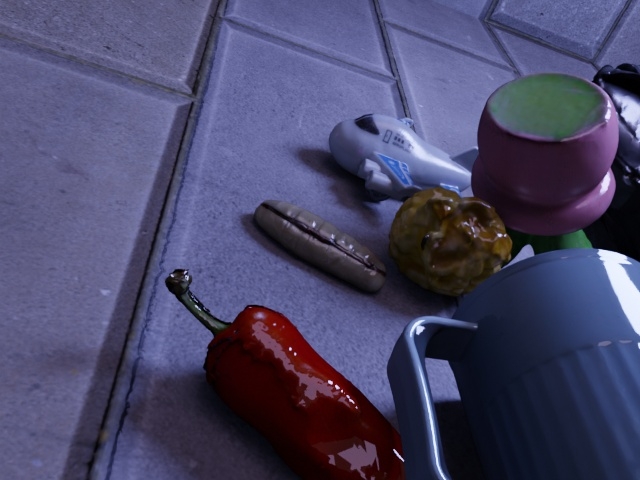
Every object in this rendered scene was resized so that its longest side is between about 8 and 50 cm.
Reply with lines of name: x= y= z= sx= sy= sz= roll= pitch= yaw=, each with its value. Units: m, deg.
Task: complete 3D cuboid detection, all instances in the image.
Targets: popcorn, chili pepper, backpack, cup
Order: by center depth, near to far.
cup: x=0.260 y=0.185 z=0.717 sx=0.331 sy=0.257 sz=0.311 roll=38 pitch=27 yaw=-29
chili pepper: x=-0.012 y=0.168 z=0.734 sx=0.387 sy=0.110 sz=0.110 roll=40 pitch=35 yaw=13
popcorn: x=0.186 y=-0.002 z=1.042 sx=0.180 sy=0.180 sz=0.170 roll=29 pitch=28 yaw=7
backpack: x=0.639 y=-0.130 z=1.354 sx=0.363 sy=0.255 sz=0.446 roll=-21 pitch=75 yaw=-46

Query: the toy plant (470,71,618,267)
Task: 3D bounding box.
toy plant: x=0.349 y=-0.058 z=1.111 sx=0.210 sy=0.356 sz=0.317 roll=-20 pitch=46 yaw=-16

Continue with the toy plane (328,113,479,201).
toy plane: x=0.143 y=-0.145 z=1.266 sx=0.267 sy=0.123 sz=0.267 roll=15 pitch=33 yaw=-10

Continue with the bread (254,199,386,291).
bread: x=0.000 y=0.001 z=1.024 sx=0.214 sy=0.053 sz=0.073 roll=31 pitch=37 yaw=9

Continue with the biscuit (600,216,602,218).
biscuit: x=0.599 y=-0.105 z=1.547 sx=0.309 sy=0.079 sz=0.186 roll=-1 pitch=39 yaw=-37
